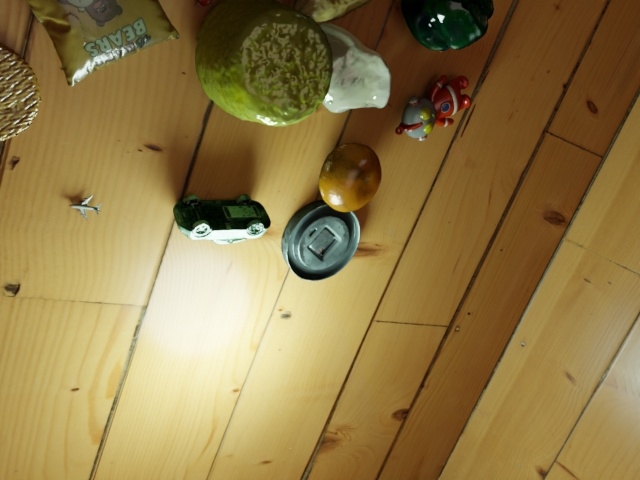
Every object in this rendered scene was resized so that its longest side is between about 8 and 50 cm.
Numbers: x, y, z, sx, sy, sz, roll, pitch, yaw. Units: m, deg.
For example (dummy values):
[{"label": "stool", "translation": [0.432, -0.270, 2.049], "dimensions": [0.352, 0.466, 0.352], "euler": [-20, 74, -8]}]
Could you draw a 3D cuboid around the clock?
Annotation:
[{"label": "clock", "translation": [0.001, 0.001, 2.046], "dimensions": [0.313, 0.061, 0.312], "euler": [-15, 122, -26]}]

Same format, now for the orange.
[{"label": "orange", "translation": [0.096, -0.216, 1.918], "dimensions": [0.240, 0.171, 0.240], "euler": [-27, 131, -35]}]

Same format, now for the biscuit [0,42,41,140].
[{"label": "biscuit", "translation": [-0.806, -0.355, 1.345], "dimensions": [0.254, 0.035, 0.254], "euler": [-15, 123, -25]}]

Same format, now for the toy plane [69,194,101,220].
[{"label": "toy plane", "translation": [-0.662, -0.093, 1.588], "dimensions": [0.084, 0.024, 0.078], "euler": [11, 109, -30]}]

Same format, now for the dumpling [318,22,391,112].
[{"label": "dumpling", "translation": [0.088, -0.502, 1.724], "dimensions": [0.187, 0.243, 0.318], "euler": [-65, 149, -27]}]

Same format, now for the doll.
[{"label": "doll", "translation": [0.401, -0.468, 2.026], "dimensions": [0.336, 0.105, 0.200], "euler": [-31, 128, -16]}]

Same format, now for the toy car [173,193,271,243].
[{"label": "toy car", "translation": [-0.312, -0.056, 1.772], "dimensions": [0.306, 0.136, 0.125], "euler": [-5, 138, -30]}]

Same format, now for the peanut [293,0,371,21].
[{"label": "peanut", "translation": [0.052, -0.725, 1.641], "dimensions": [0.305, 0.147, 0.147], "euler": [-33, 128, -10]}]

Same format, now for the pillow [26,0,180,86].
[{"label": "pillow", "translation": [-0.537, -0.570, 1.349], "dimensions": [0.310, 0.119, 0.312], "euler": [-35, 130, -18]}]

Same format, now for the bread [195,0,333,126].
[{"label": "bread", "translation": [-0.143, -0.477, 1.534], "dimensions": [0.348, 0.308, 0.348], "euler": [-15, 122, -25]}]

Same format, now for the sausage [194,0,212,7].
[{"label": "sausage", "translation": [-0.285, -0.678, 1.506], "dimensions": [0.145, 0.048, 0.050], "euler": [-46, 125, 0]}]

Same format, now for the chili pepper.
[{"label": "chili pepper", "translation": [0.398, -0.745, 1.800], "dimensions": [0.257, 0.248, 0.233], "euler": [31, 73, -39]}]
